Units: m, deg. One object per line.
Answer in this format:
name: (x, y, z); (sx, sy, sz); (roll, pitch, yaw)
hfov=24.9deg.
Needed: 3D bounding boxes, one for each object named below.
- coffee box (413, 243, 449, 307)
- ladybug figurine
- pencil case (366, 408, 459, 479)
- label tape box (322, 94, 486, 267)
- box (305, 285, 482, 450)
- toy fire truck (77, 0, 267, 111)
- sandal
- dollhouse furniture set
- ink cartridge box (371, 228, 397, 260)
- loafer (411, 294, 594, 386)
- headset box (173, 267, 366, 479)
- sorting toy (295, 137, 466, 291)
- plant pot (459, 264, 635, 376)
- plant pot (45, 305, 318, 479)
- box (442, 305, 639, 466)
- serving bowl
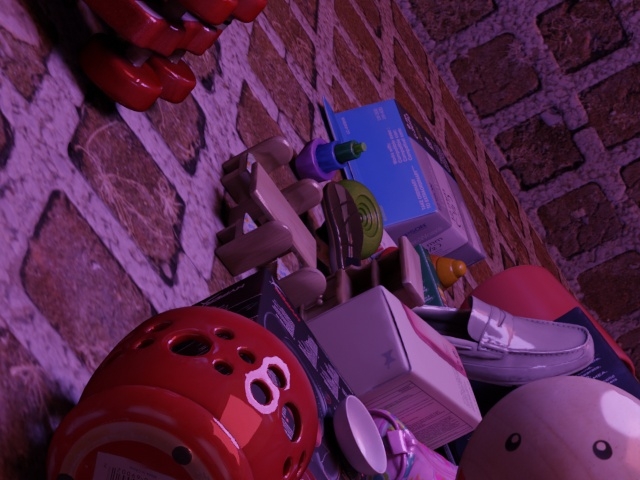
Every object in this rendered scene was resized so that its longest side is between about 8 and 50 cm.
coffee box: (0.136, 0.108, 2.150); (0.040, 0.113, 0.184); (36, 29, -56)
ladybug figurine: (0.283, 0.371, 1.583); (0.162, 0.305, 0.449); (-47, 129, -59)
pencil case: (0.112, 0.296, 1.763); (0.284, 0.124, 0.124); (40, 28, -52)
label tape box: (0.147, -0.105, 2.531); (0.347, 0.115, 0.249); (41, 27, -56)
box: (0.080, 0.175, 1.801); (0.232, 0.148, 0.127); (41, 26, -53)
toy fire truck: (-0.219, -0.295, 1.649); (0.254, 0.169, 0.302); (44, 15, 3)
sandal: (0.023, 0.022, 2.053); (0.090, 0.060, 0.219); (14, 64, -61)
dollhouse furniture set: (0.000, 0.000, 1.810); (0.242, 0.161, 0.212); (54, 18, -28)
ink cartridge box: (0.090, 0.003, 2.330); (0.115, 0.029, 0.063); (51, 21, -33)
loafer: (0.222, 0.134, 2.013); (0.112, 0.319, 0.111); (-91, -179, -63)
headset box: (-0.052, 0.197, 1.422); (0.218, 0.110, 0.293); (56, 17, -22)
sorting toy: (0.108, -0.027, 2.210); (0.365, 0.126, 0.127); (52, 39, -32)
plant pot: (0.377, 0.193, 2.541); (0.275, 0.275, 0.243); (40, 19, -53)
plant pot: (-0.114, 0.170, 1.152); (0.191, 0.191, 0.174); (60, 25, -10)
box: (0.425, 0.427, 2.051); (0.480, 0.297, 0.472); (55, 4, -20)
serving bowl: (0.035, 0.197, 1.436); (0.083, 0.027, 0.083); (56, 17, -26)
